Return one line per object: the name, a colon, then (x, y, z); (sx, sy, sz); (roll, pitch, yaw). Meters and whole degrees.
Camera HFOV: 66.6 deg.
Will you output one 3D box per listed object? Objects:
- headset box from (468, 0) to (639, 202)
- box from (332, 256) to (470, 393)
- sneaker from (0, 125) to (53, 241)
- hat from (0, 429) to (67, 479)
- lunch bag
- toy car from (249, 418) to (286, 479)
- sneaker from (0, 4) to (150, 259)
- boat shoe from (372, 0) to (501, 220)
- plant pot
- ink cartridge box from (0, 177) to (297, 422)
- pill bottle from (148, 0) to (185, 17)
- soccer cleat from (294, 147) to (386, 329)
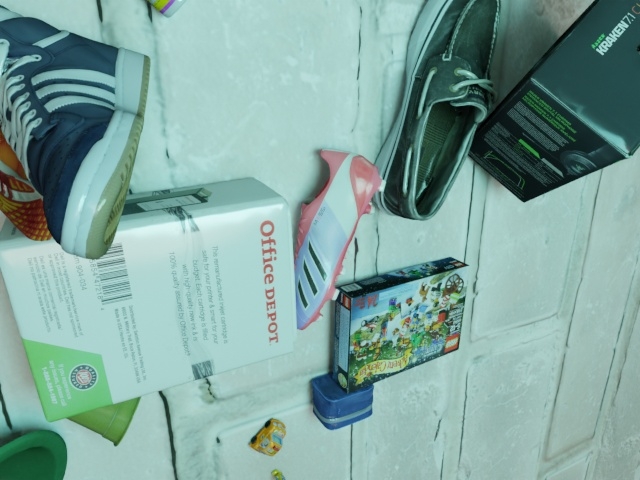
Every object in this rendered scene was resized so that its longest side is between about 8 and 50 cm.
headset box: (0.338, -0.200, 0.609); (0.131, 0.283, 0.246); (42, 86, 5)
box: (0.129, 0.126, 0.762); (0.233, 0.044, 0.159); (-12, 113, -30)
sneaker: (-0.267, -0.057, 0.445); (0.064, 0.175, 0.067); (-57, 161, 24)
hat: (-0.436, 0.272, 0.548); (0.208, 0.184, 0.173); (-37, 143, -61)
lunch bag: (0.037, 0.247, 0.760); (0.098, 0.067, 0.065); (-9, 113, -26)
toy car: (-0.061, 0.335, 0.757); (0.060, 0.040, 0.122); (-33, 120, -13)
sneaker: (-0.223, -0.097, 0.380); (0.153, 0.282, 0.099); (14, 123, -26)
boat shoe: (0.173, -0.179, 0.636); (0.121, 0.119, 0.335); (9, 104, -30)
plant pot: (-0.265, 0.192, 0.581); (0.079, 0.083, 0.083); (26, 96, -20)
ink cartridge box: (-0.175, 0.052, 0.545); (0.273, 0.115, 0.198); (-11, 114, -23)
pill bottle: (-0.168, -0.262, 0.471); (0.083, 0.043, 0.043); (38, 89, -33)
soccer cleat: (0.000, 0.000, 0.650); (0.095, 0.083, 0.248); (23, 103, -4)
